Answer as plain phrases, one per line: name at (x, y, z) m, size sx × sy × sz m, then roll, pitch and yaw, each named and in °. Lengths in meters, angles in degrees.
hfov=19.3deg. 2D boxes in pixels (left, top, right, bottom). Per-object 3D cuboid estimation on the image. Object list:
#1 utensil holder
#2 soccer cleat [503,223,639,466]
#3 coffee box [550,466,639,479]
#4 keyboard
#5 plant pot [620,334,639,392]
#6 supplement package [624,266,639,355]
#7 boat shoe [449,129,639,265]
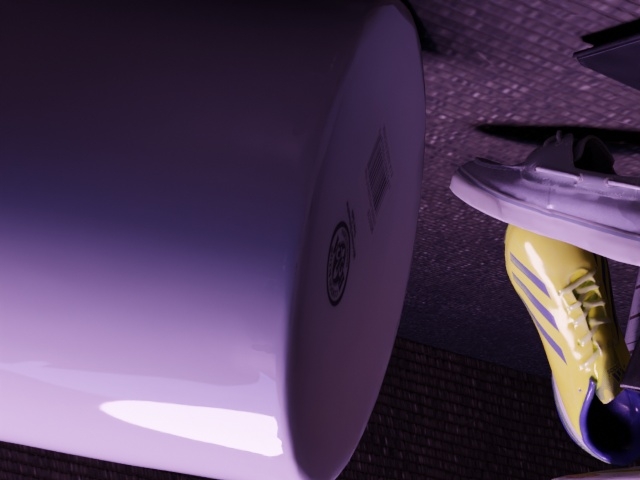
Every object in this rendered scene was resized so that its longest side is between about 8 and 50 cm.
utensil holder at (-0.157, -0.025, 1.167) m, size 0.386 × 0.327 × 0.327 m, roll 10°, pitch 173°, yaw 15°
soccer cleat at (0.246, 0.086, 1.744) m, size 0.093 × 0.289 × 0.121 m, roll -24°, pitch -147°, yaw -4°
coffee box at (0.420, 0.362, 1.674) m, size 0.338 × 0.337 × 0.334 m, roll -6°, pitch 173°, yaw 21°
keyboard at (0.226, -0.101, 1.063) m, size 0.108 × 0.023 × 0.180 m, roll 22°, pitch 172°, yaw -16°
plant pot at (0.388, 0.068, 1.537) m, size 0.188 × 0.167 × 0.187 m, roll 19°, pitch 172°, yaw -34°
supplement package at (0.447, 0.110, 1.873) m, size 0.262 × 0.145 × 0.204 m, roll 14°, pitch 173°, yaw 0°
boat shoe at (0.195, -0.038, 1.402) m, size 0.227 × 0.081 × 0.079 m, roll 21°, pitch -171°, yaw 43°
